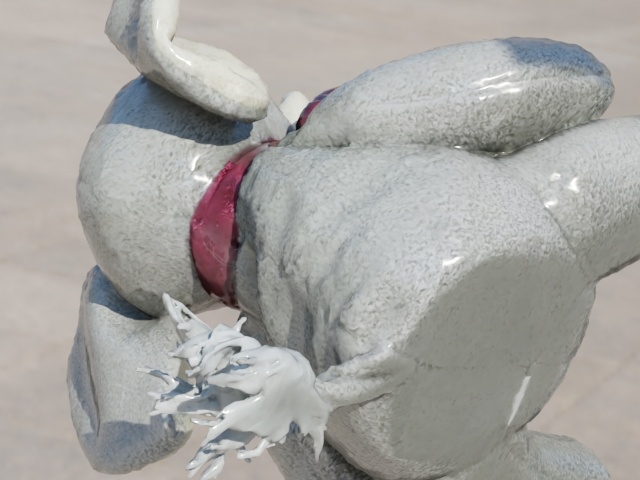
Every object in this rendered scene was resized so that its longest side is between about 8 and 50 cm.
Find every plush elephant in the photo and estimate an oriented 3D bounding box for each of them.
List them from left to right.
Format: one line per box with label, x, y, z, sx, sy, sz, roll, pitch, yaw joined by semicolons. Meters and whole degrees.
plush elephant;0.000;0.000;0.888;0.330;0.272;0.255;-3;31;-41
